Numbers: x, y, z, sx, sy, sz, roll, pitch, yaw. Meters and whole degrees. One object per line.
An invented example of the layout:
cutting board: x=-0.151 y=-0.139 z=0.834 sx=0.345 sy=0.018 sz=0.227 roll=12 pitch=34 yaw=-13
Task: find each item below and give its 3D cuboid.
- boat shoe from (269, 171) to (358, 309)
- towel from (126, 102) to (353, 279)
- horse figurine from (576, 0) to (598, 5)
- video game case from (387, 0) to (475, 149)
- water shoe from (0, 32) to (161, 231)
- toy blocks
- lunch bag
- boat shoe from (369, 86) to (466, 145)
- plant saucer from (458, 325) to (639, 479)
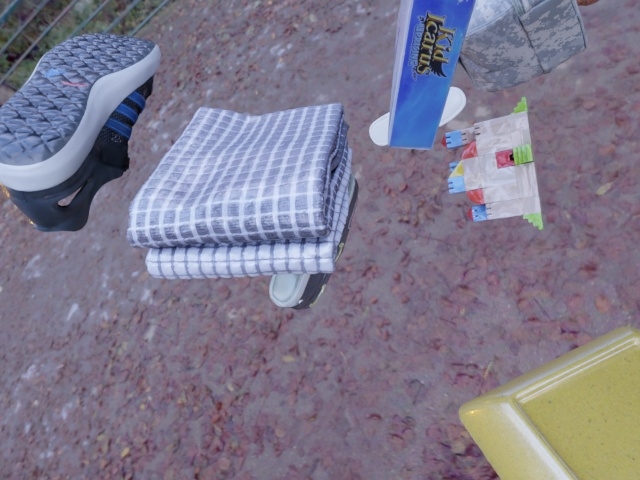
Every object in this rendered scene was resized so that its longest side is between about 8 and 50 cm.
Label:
boat shoe: x=0.000 y=0.000 z=0.664 sx=0.081 sy=0.068 sz=0.228 roll=29 pitch=92 yaw=41
towel: x=-0.083 y=-0.082 z=0.555 sx=0.234 sy=0.121 sz=0.284 roll=-6 pitch=40 yaw=13
horse figurine: x=0.668 y=-0.678 z=1.012 sx=0.174 sy=0.264 sz=0.066 roll=10 pitch=22 yaw=-6
video game case: x=0.123 y=-0.282 z=0.469 sx=0.061 sy=0.270 sz=0.245 roll=6 pitch=61 yaw=5
water shoe: x=-0.180 y=-0.092 z=0.333 sx=0.072 sy=0.080 sz=0.203 roll=10 pitch=45 yaw=-2
toy blocks: x=0.506 y=-0.207 z=1.302 sx=0.260 sy=0.190 sz=0.382 roll=-8 pitch=91 yaw=30
lunch bag: x=0.413 y=-0.491 z=0.976 sx=0.255 sy=0.305 sz=0.213 roll=-31 pitch=62 yaw=29
boat shoe: x=0.287 y=-0.372 z=1.266 sx=0.304 sy=0.109 sz=0.091 roll=-16 pitch=15 yaw=40
plant saucer: x=0.409 y=0.267 z=0.554 sx=0.332 sy=0.081 sz=0.333 roll=-23 pitch=39 yaw=-7
